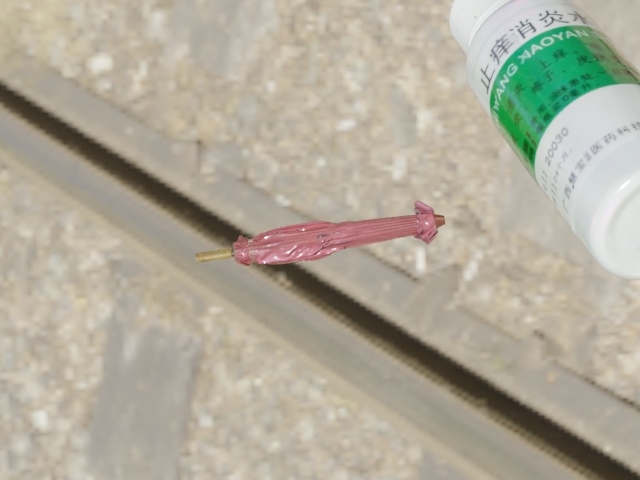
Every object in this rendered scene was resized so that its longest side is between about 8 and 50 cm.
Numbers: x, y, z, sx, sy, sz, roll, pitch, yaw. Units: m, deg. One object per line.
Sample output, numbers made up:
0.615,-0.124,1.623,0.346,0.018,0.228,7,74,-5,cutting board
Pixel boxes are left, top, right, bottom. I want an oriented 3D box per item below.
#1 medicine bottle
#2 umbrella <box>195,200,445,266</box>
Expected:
0.159,-0.083,1.197,0.095,0.095,0.260,-67,30,26,medicine bottle
0.000,0.000,1.241,0.027,0.165,0.025,-96,-3,-60,umbrella
